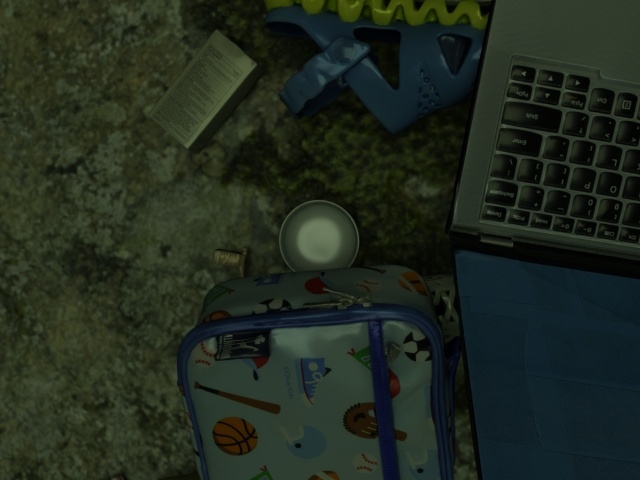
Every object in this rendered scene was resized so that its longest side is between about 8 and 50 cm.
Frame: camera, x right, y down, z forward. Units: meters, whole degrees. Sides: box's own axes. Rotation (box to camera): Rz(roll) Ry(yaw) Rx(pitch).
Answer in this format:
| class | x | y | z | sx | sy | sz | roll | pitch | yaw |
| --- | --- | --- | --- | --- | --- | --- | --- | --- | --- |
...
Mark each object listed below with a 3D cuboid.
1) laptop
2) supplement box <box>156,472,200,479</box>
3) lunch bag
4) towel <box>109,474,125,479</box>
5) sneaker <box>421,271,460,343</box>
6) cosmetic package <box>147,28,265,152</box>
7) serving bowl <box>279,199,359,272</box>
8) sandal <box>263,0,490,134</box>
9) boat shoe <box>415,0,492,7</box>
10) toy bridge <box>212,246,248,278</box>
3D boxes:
| class | x | y | z | sx | sy | sz | roll | pitch | yaw |
| --- | --- | --- | --- | --- | --- | --- | --- | --- | --- |
| laptop | 0.310 | -0.012 | 0.504 | 0.382 | 0.236 | 0.408 | 9 | 100 | -5 |
| supplement box | -0.141 | 0.283 | 0.720 | 0.083 | 0.083 | 0.056 | -12 | 91 | 8 |
| lunch bag | 0.010 | 0.165 | 0.632 | 0.243 | 0.115 | 0.303 | -4 | 113 | 8 |
| towel | -0.274 | 0.359 | 0.770 | 0.197 | 0.029 | 0.144 | -25 | 89 | 5 |
| sneaker | 0.102 | 0.071 | 0.685 | 0.237 | 0.086 | 0.085 | -8 | 89 | 6 |
| cosmetic package | -0.118 | -0.154 | 0.726 | 0.060 | 0.041 | 0.115 | 43 | 96 | 4 |
| serving bowl | 0.000 | 0.000 | 0.723 | 0.083 | 0.027 | 0.083 | 0 | 91 | 7 |
| sandal | 0.085 | -0.165 | 0.669 | 0.317 | 0.126 | 0.138 | 14 | 97 | 14 |
| boat shoe | 0.019 | -0.378 | 0.648 | 0.500 | 0.156 | 0.187 | 32 | 93 | 4 |
| toy bridge | -0.095 | 0.100 | 0.739 | 0.063 | 0.026 | 0.188 | 10 | 93 | 4 |
